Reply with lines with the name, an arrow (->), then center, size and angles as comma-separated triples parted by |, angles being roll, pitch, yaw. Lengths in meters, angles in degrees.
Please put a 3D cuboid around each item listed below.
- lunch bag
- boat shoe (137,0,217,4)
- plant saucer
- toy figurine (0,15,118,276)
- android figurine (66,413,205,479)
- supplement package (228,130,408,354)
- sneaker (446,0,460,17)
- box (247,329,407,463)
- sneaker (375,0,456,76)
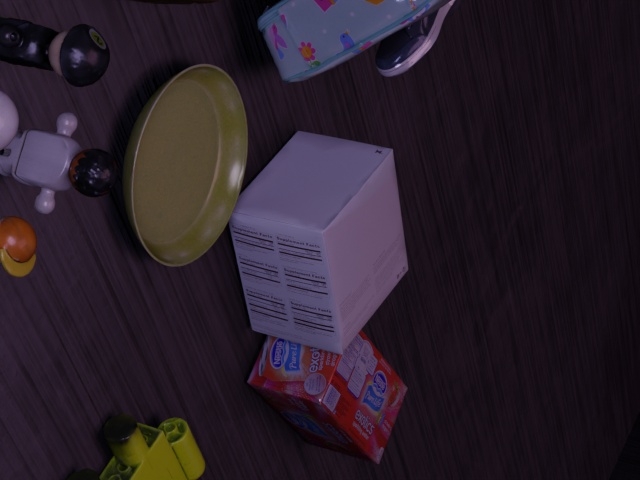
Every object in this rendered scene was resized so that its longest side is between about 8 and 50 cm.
lunch bag -> 0.065, -0.302, 1.991 | 0.108, 0.279, 0.224 | 61, 29, -5
boat shoe -> -0.200, -0.316, 1.652 | 0.342, 0.123, 0.123 | -5, 98, -65
plant saucer -> -0.164, -0.090, 1.892 | 0.241, 0.037, 0.241 | -34, 130, -53
toy figurine -> -0.293, -0.095, 1.528 | 0.213, 0.148, 0.210 | -45, 139, -46
android figurine -> -0.221, 0.340, 1.954 | 0.248, 0.056, 0.273 | -56, 144, -34
supplement package -> 0.000, 0.000, 2.115 | 0.194, 0.149, 0.203 | -50, 142, -41
sneaker -> 0.174, -0.356, 2.344 | 0.223, 0.098, 0.083 | 1, 100, -62
box -> 0.015, 0.204, 2.259 | 0.128, 0.122, 0.257 | -67, 151, -18
sneaker -> 0.107, -0.346, 2.146 | 0.163, 0.086, 0.226 | 43, 72, -37
